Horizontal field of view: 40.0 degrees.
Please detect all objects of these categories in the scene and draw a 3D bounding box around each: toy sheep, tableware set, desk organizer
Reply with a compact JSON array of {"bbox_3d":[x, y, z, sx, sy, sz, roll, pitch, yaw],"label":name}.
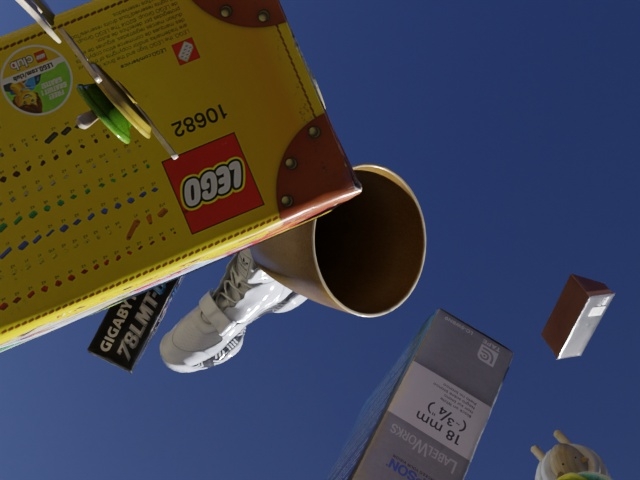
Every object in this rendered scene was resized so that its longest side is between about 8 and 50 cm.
[{"bbox_3d":[0.283,0.272,0.991,0.091,0.132,0.091,-17,-139,15],"label":"toy sheep"},{"bbox_3d":[-0.133,-0.097,0.423,0.024,0.154,0.104,-40,-124,1],"label":"tableware set"},{"bbox_3d":[0.372,0.109,1.283,0.050,0.047,0.130,-118,-148,-43],"label":"desk organizer"}]

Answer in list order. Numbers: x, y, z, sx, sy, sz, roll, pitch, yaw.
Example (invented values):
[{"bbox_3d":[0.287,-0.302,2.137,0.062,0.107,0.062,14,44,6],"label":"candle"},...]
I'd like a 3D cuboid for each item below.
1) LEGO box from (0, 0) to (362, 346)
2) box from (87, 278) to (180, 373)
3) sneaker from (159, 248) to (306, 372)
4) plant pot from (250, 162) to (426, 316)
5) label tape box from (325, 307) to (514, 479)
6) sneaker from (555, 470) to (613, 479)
[{"bbox_3d":[-0.247,-0.020,0.750,0.372,0.500,0.193,165,-98,-86],"label":"LEGO box"},{"bbox_3d":[-0.223,0.037,1.247,0.293,0.073,0.295,-65,-173,-9],"label":"box"},{"bbox_3d":[-0.177,0.101,1.745,0.137,0.365,0.210,47,-18,33],"label":"sneaker"},{"bbox_3d":[0.000,0.000,1.449,0.254,0.237,0.237,-1,-95,50],"label":"plant pot"},{"bbox_3d":[0.061,0.266,0.923,0.105,0.334,0.241,32,-43,4],"label":"label tape box"},{"bbox_3d":[0.318,0.257,0.767,0.319,0.208,0.127,-37,-162,5],"label":"sneaker"}]
